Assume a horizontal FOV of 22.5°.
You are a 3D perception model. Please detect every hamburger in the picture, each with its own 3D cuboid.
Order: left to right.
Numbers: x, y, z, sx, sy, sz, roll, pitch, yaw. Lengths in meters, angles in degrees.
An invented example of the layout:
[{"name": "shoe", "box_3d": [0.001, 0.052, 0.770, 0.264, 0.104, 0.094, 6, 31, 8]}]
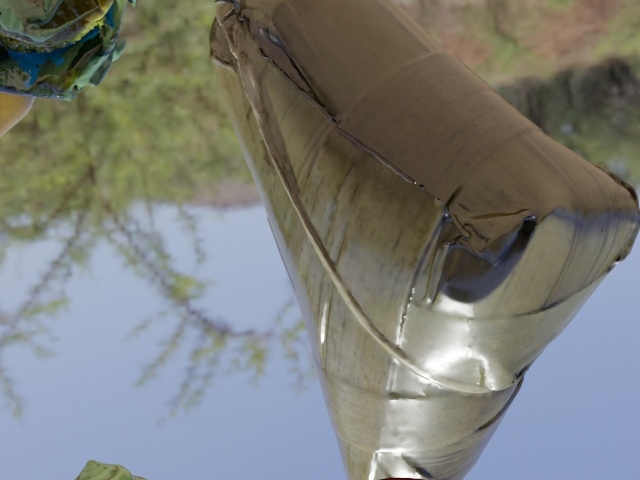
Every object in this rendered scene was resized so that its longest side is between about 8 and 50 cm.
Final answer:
[{"name": "hamburger", "box_3d": [-0.304, -0.288, 1.741, 0.260, 0.276, 0.150, -5, -175, -15]}]

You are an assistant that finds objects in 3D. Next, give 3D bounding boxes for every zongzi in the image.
[{"name": "zongzi", "box_3d": [-0.015, 0.003, 1.486, 0.218, 0.467, 0.500, -8, -134, -50]}]

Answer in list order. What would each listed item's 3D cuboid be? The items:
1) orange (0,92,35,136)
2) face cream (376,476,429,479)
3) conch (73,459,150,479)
[{"name": "orange", "box_3d": [-0.541, -0.263, 2.337, 0.279, 0.279, 0.235, -13, -173, -23]}, {"name": "face cream", "box_3d": [0.059, 0.295, 1.218, 0.096, 0.214, 0.096, 7, -163, -2]}, {"name": "conch", "box_3d": [-0.155, 0.257, 1.313, 0.079, 0.170, 0.106, -23, -166, 6]}]
